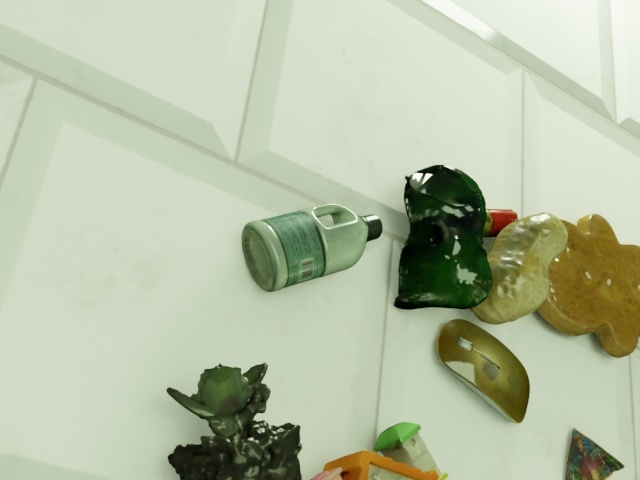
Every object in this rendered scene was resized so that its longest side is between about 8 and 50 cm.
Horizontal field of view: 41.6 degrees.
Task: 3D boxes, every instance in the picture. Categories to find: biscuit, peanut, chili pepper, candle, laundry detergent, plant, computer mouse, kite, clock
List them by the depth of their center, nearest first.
[{"bbox_3d":[-0.095,0.243,0.965,0.143,0.131,0.203,-19,82,-37],"label":"plant"},{"bbox_3d":[0.093,0.386,1.070,0.220,0.106,0.255,-24,82,-42],"label":"clock"},{"bbox_3d":[0.000,0.000,1.178,0.226,0.070,0.099,-16,75,-39],"label":"laundry detergent"},{"bbox_3d":[0.195,-0.022,1.296,0.148,0.116,0.264,7,55,3],"label":"chili pepper"},{"bbox_3d":[0.260,0.202,1.305,0.199,0.045,0.102,42,49,-16],"label":"computer mouse"},{"bbox_3d":[0.324,0.043,1.359,0.236,0.120,0.110,-46,129,-27],"label":"peanut"},{"bbox_3d":[0.445,0.385,1.389,0.190,0.010,0.159,-14,81,-38],"label":"kite"},{"bbox_3d":[0.296,-0.030,1.426,0.131,0.052,0.051,0,72,-39],"label":"candle"},{"bbox_3d":[0.493,0.078,1.528,0.355,0.052,0.275,7,65,-33],"label":"biscuit"}]
